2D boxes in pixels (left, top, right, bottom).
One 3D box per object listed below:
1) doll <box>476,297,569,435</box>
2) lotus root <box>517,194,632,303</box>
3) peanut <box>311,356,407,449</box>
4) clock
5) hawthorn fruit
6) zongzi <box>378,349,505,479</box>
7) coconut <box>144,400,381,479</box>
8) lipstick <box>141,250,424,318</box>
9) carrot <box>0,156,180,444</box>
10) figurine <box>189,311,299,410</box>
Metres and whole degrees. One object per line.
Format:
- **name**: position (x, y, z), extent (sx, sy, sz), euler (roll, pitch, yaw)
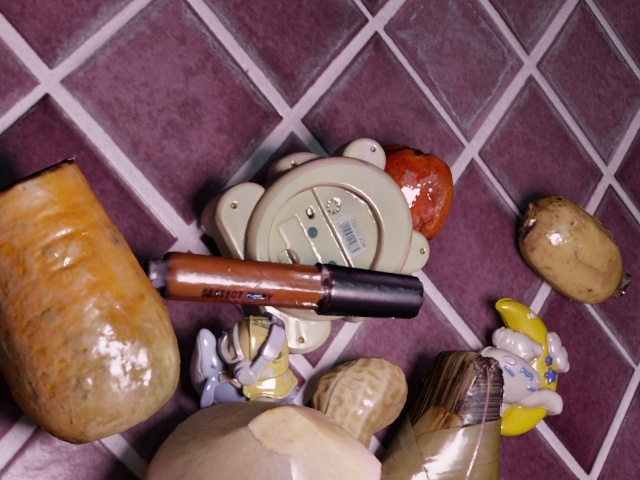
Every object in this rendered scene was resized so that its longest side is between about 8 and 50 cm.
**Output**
- **doll**: position (0.347, 0.234, 1.927), extent (0.252, 0.111, 0.237), euler (43, 65, -27)
- **lotus root**: position (0.496, 0.025, 2.092), extent (0.284, 0.146, 0.160), euler (33, 78, -20)
- **peanut**: position (0.025, 0.286, 1.648), extent (0.136, 0.120, 0.298), euler (39, 54, 4)
- **clock**: position (0.000, 0.000, 1.665), extent (0.309, 0.114, 0.284), euler (-29, 95, -23)
- **hawthorn fruit**: position (0.142, -0.076, 1.827), extent (0.173, 0.173, 0.179), euler (-30, 121, -40)
- **zongzi**: position (0.147, 0.318, 1.699), extent (0.317, 0.154, 0.289), euler (4, 86, -34)
- **coconut**: position (-0.075, 0.367, 1.395), extent (0.352, 0.352, 0.352), euler (12, 70, -37)
- **lipstick**: position (-0.048, 0.065, 1.535), extent (0.418, 0.077, 0.077), euler (6, 73, -23)
- **carrot**: position (-0.321, 0.078, 1.354), extent (0.224, 0.224, 0.340), euler (-29, 97, -41)
- **figurine**: position (-0.098, 0.188, 1.536), extent (0.208, 0.184, 0.128), euler (36, 29, -27)
